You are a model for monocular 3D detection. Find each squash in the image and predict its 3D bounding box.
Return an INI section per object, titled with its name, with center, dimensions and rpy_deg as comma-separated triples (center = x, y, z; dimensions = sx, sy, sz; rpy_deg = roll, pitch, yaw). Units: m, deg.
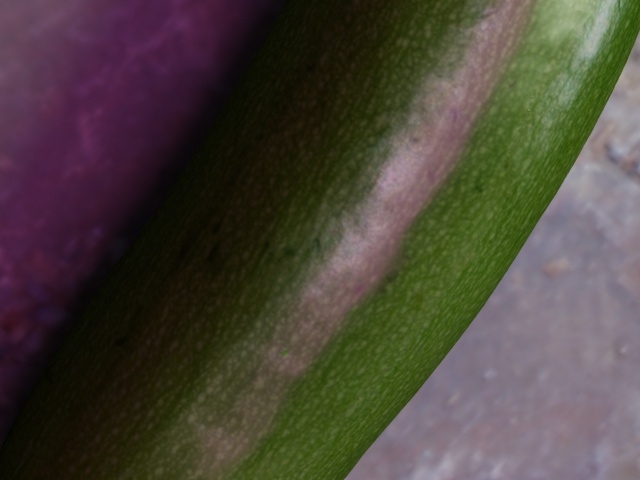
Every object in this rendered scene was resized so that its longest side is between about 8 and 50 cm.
[squash]
center = 0.000, 0.000, 0.627
dimensions = 0.107, 0.107, 0.395
rpy_deg = 28, 102, -28
